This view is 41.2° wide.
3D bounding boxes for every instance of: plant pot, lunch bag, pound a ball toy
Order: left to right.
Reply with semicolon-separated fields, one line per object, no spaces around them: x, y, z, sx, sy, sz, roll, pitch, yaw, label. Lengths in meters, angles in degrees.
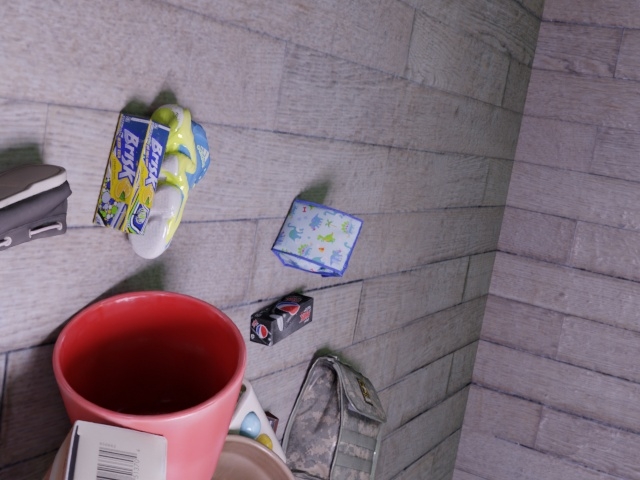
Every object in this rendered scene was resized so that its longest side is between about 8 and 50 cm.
-0.249;0.249;1.270;0.275;0.275;0.243;-44;148;-47;plant pot
-0.190;0.498;1.469;0.229;0.263;0.263;-44;175;38;plant pot
-0.166;0.427;1.627;0.208;0.136;0.319;-58;147;-33;pound a ball toy
0.000;0.000;1.731;0.128;0.151;0.096;-68;152;-18;lunch bag
0.044;0.429;2.005;0.235;0.169;0.287;39;60;-57;lunch bag

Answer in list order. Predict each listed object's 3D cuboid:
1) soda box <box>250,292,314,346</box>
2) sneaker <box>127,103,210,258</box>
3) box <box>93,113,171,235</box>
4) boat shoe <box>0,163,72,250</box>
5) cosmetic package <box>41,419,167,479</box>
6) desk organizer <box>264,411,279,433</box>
-0.078;0.161;1.763;0.169;0.053;0.060;-26;125;-57;soda box
-0.222;-0.085;1.330;0.126;0.091;0.240;13;89;-64;sneaker
-0.276;-0.097;1.253;0.054;0.059;0.168;14;90;-66;box
-0.409;-0.001;0.985;0.335;0.112;0.095;-38;130;-56;boat shoe
-0.317;0.386;1.122;0.296;0.129;0.153;-56;-152;34;cosmetic package
-0.118;0.435;1.820;0.050;0.047;0.130;8;95;-66;desk organizer
